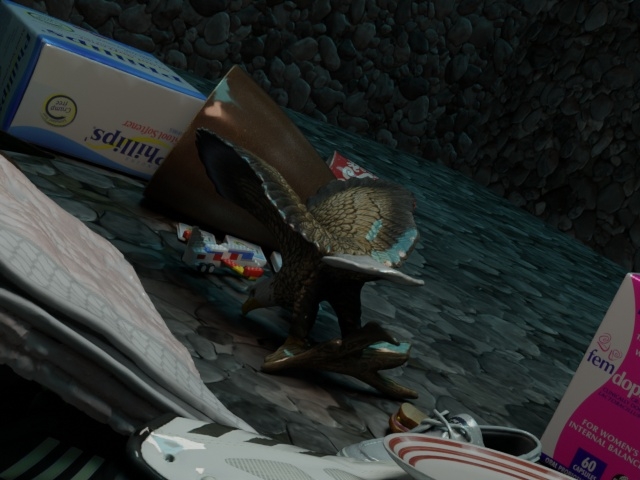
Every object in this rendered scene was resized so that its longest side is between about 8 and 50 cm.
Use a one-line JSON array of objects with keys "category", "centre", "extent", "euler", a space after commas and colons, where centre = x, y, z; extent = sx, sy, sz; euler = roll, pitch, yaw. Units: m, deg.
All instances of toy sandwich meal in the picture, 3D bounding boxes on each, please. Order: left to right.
[{"category": "toy sandwich meal", "centre": [0.104, 0.182, 1.014], "extent": [0.085, 0.029, 0.085], "euler": [23, 11, -5]}]

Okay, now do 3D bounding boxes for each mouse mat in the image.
[{"category": "mouse mat", "centre": [-0.416, -0.134, 1.247], "extent": [0.152, 0.007, 0.189], "euler": [11, -11, 33]}]

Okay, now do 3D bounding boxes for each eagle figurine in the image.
[{"category": "eagle figurine", "centre": [-0.010, 0.003, 1.124], "extent": [0.225, 0.298, 0.226], "euler": [-11, -32, 8]}]

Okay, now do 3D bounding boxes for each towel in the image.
[{"category": "towel", "centre": [-0.196, 0.011, 0.731], "extent": [0.317, 0.053, 0.332], "euler": [42, -2, 44]}]

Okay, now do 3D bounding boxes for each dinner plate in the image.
[{"category": "dinner plate", "centre": [0.098, 0.131, 0.567], "extent": [0.141, 0.017, 0.141], "euler": [16, 3, -1]}]

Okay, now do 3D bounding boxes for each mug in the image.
[{"category": "mug", "centre": [0.074, -0.076, 1.929], "extent": [0.169, 0.113, 0.150], "euler": [26, 13, -6]}]

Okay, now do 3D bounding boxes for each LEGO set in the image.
[{"category": "LEGO set", "centre": [-0.080, 0.019, 1.311], "extent": [0.182, 0.060, 0.244], "euler": [19, 11, -13]}]

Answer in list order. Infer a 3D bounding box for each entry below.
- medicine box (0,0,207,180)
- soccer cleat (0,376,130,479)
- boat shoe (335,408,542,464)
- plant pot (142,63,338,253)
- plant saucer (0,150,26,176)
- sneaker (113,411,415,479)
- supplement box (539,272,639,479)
[{"category": "medicine box", "centre": [-0.349, -0.221, 1.616], "extent": [0.263, 0.149, 0.289], "euler": [17, 13, -33]}, {"category": "soccer cleat", "centre": [-0.157, 0.120, 0.652], "extent": [0.179, 0.072, 0.060], "euler": [16, 14, -36]}, {"category": "boat shoe", "centre": [0.102, 0.177, 0.902], "extent": [0.227, 0.081, 0.079], "euler": [14, 15, -43]}, {"category": "plant pot", "centre": [-0.082, -0.082, 1.460], "extent": [0.230, 0.215, 0.215], "euler": [35, 10, -6]}, {"category": "plant saucer", "centre": [-0.428, -0.088, 1.109], "extent": [0.310, 0.050, 0.310], "euler": [24, 10, -5]}, {"category": "sneaker", "centre": [0.010, 0.207, 0.485], "extent": [0.257, 0.169, 0.447], "euler": [14, 5, -9]}, {"category": "supplement box", "centre": [0.330, 0.153, 1.128], "extent": [0.111, 0.220, 0.114], "euler": [30, 12, 28]}]
